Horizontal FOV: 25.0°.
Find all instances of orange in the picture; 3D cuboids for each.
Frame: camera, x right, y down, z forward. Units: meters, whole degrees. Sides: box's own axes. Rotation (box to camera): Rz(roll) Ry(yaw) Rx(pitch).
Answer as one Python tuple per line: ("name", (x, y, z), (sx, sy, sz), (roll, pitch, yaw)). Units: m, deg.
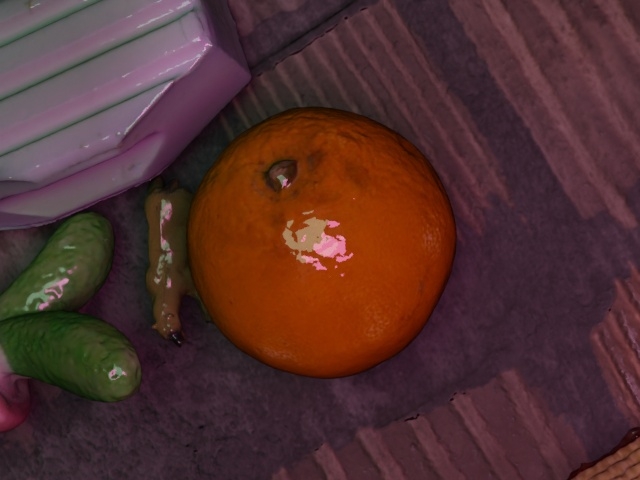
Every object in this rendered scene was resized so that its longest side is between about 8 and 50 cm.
("orange", (0.000, 0.000, 1.628), (0.312, 0.312, 0.312), (-1, 84, 14))

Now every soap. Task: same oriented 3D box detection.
("soap", (-0.319, -0.179, 1.782), (0.446, 0.156, 0.261), (-23, 69, 11))

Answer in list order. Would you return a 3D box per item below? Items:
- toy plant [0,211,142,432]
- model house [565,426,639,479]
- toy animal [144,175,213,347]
("toy plant", (-0.387, 0.143, 1.739), (0.356, 0.211, 0.317), (-19, 39, 1))
("model house", (0.365, 0.280, 1.529), (0.196, 0.254, 0.160), (-31, 81, 10))
("toy animal", (-0.180, 0.022, 1.769), (0.103, 0.101, 0.219), (0, 84, 12))
